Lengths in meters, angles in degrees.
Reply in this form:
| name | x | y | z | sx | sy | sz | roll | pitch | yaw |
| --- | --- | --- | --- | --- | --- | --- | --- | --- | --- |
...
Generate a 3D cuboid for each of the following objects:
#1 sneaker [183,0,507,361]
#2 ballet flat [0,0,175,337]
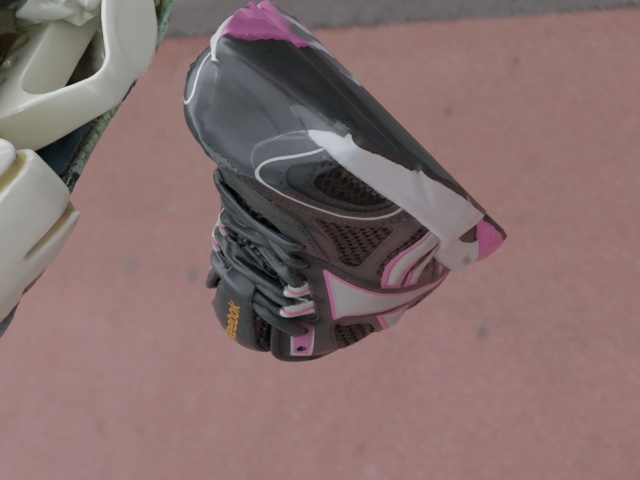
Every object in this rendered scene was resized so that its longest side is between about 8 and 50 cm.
| name | x | y | z | sx | sy | sz | roll | pitch | yaw |
| --- | --- | --- | --- | --- | --- | --- | --- | --- | --- |
| sneaker | 0.000 | 0.000 | 0.461 | 0.077 | 0.178 | 0.072 | -45 | 68 | 3 |
| ballet flat | -0.085 | -0.026 | 0.446 | 0.070 | 0.070 | 0.188 | -25 | 37 | 45 |
